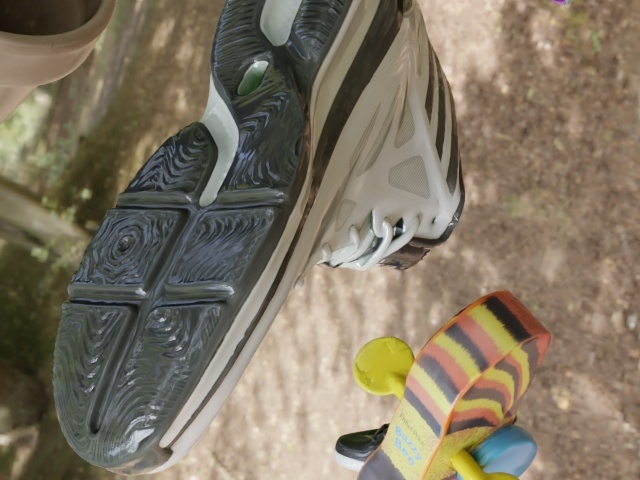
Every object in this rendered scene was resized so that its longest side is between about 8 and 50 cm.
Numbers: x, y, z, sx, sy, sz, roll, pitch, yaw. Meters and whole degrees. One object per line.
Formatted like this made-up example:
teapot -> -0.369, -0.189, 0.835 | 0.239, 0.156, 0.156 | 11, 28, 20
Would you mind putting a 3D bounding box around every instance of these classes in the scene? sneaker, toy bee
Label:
sneaker -> 0.001, 0.000, 0.846 | 0.169, 0.257, 0.447 | 0, 56, 41
sneaker -> 0.117, 0.198, 1.310 | 0.079, 0.217, 0.121 | -41, -52, -67
toy bee -> 0.094, 0.184, 0.940 | 0.195, 0.162, 0.298 | 31, 136, 52

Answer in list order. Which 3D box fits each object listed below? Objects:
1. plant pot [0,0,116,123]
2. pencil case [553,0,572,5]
plant pot -> -0.352, -0.195, 1.065 | 0.229, 0.263, 0.263 | -48, 28, 36
pencil case -> 0.260, -0.280, 1.044 | 0.151, 0.070, 0.064 | -35, 24, 8
